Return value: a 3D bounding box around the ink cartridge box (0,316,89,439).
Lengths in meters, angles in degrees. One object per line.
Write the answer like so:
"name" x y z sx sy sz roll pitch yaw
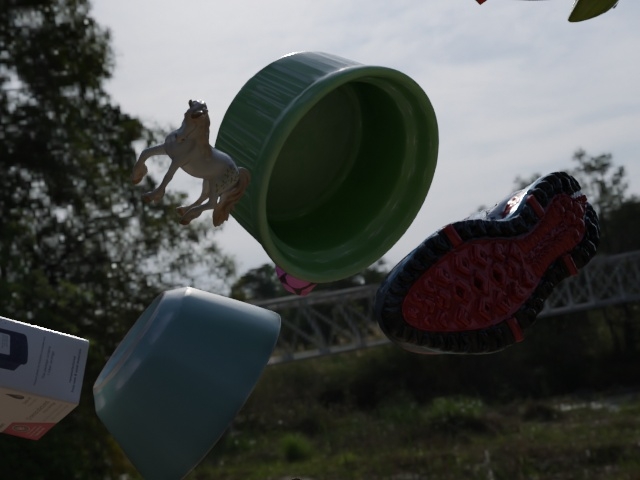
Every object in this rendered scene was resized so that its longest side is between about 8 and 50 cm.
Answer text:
"ink cartridge box" -0.455 0.174 1.225 0.237 0.100 0.172 20 -37 -27

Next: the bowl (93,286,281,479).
"bowl" -0.214 0.190 1.347 0.163 0.311 0.311 37 -22 -10

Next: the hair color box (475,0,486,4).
"hair color box" 0.262 -0.407 1.316 0.141 0.072 0.043 -36 -39 1

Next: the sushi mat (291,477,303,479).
"sushi mat" -0.022 0.549 1.541 0.152 0.316 0.019 19 17 0

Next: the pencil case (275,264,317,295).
"pencil case" 0.000 0.000 1.667 0.095 0.098 0.209 10 -53 -51

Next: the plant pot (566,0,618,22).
"plant pot" 0.213 -0.331 0.816 0.207 0.227 0.228 25 0 5

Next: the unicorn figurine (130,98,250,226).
"unicorn figurine" -0.124 -0.075 0.887 0.111 0.060 0.162 -44 -27 10

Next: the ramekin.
"ramekin" 0.002 -0.109 1.252 0.303 0.303 0.148 -3 27 -41

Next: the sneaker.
"sneaker" 0.127 0.034 0.768 0.262 0.104 0.125 -24 -4 -41
